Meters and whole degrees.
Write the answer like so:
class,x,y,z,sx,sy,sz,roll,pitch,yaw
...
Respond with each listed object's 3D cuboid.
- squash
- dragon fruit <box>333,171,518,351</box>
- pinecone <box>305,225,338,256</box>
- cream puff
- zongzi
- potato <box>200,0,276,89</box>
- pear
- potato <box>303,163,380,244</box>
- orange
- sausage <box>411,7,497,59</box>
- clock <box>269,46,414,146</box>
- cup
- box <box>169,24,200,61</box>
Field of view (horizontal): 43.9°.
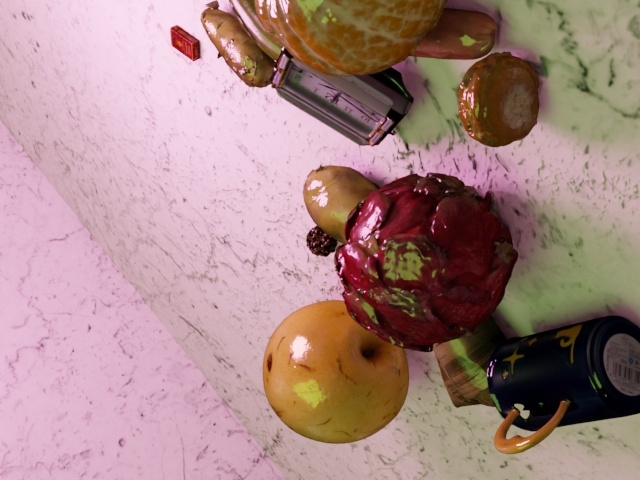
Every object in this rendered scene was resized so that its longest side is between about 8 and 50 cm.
class,x,y,z,sx,sy,sz,roll,pitch,yaw
squash,-0.092,-0.405,1.546,0.318,0.071,0.080,46,141,10
dragon fruit,0.178,0.037,1.391,0.329,0.329,0.329,35,145,29
pinecone,0.000,0.000,1.835,0.077,0.077,0.083,44,-171,16
cream puff,0.265,-0.212,1.206,0.103,0.126,0.143,28,138,60
zongzi,0.278,0.226,1.649,0.285,0.134,0.288,57,158,7
potato,-0.169,-0.400,1.635,0.225,0.090,0.117,50,172,20
pear,0.036,0.303,1.847,0.348,0.348,0.348,35,145,29
potato,0.076,-0.056,1.614,0.248,0.143,0.169,34,-177,22
orange,0.039,-0.405,1.156,0.329,0.249,0.329,-4,85,43
sausage,0.111,-0.352,1.313,0.433,0.088,0.087,22,138,42
clock,0.037,-0.271,1.413,0.253,0.083,0.186,31,165,-5
cup,0.426,0.267,1.359,0.179,0.254,0.256,26,154,-17
box,-0.316,-0.459,1.850,0.082,0.023,0.051,38,146,24
